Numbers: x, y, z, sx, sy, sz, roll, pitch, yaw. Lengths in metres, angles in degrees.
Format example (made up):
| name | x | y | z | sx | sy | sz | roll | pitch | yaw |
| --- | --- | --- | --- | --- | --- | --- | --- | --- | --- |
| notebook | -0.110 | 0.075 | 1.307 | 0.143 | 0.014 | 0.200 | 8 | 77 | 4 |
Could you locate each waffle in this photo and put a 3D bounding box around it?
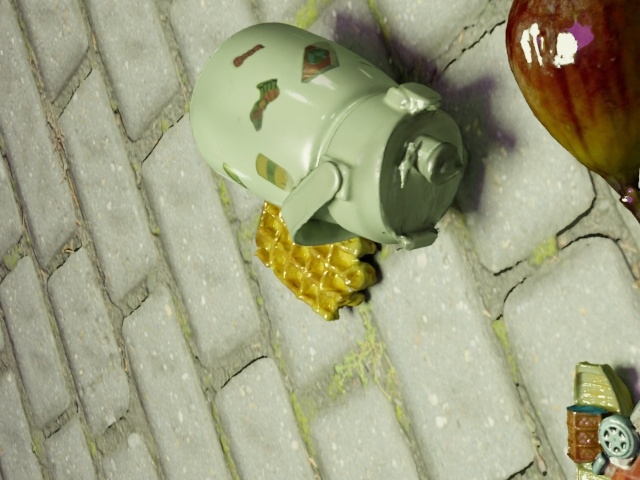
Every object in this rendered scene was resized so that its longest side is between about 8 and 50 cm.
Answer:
| name | x | y | z | sx | sy | sz | roll | pitch | yaw |
| --- | --- | --- | --- | --- | --- | --- | --- | --- | --- |
| waffle | 0.000 | 0.000 | 1.807 | 0.211 | 0.055 | 0.160 | 41 | 129 | 44 |

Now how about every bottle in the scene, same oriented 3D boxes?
| name | x | y | z | sx | sy | sz | roll | pitch | yaw |
| --- | --- | --- | --- | --- | --- | --- | --- | --- | --- |
| bottle | 0.028 | -0.102 | 1.628 | 0.352 | 0.229 | 0.229 | 31 | 121 | 44 |

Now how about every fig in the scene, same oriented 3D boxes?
| name | x | y | z | sx | sy | sz | roll | pitch | yaw |
| --- | --- | --- | --- | --- | --- | --- | --- | --- | --- |
| fig | 0.277 | -0.124 | 1.328 | 0.170 | 0.145 | 0.274 | -7 | 107 | 47 |

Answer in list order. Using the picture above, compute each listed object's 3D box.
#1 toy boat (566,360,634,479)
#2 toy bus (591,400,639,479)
| name | x | y | z | sx | sy | sz | roll | pitch | yaw |
| --- | --- | --- | --- | --- | --- | --- | --- | --- | --- |
| toy boat | 0.281 | 0.207 | 1.444 | 0.065 | 0.066 | 0.172 | 9 | 105 | 51 |
| toy bus | 0.360 | 0.138 | 1.281 | 0.120 | 0.121 | 0.265 | 46 | 132 | 28 |
